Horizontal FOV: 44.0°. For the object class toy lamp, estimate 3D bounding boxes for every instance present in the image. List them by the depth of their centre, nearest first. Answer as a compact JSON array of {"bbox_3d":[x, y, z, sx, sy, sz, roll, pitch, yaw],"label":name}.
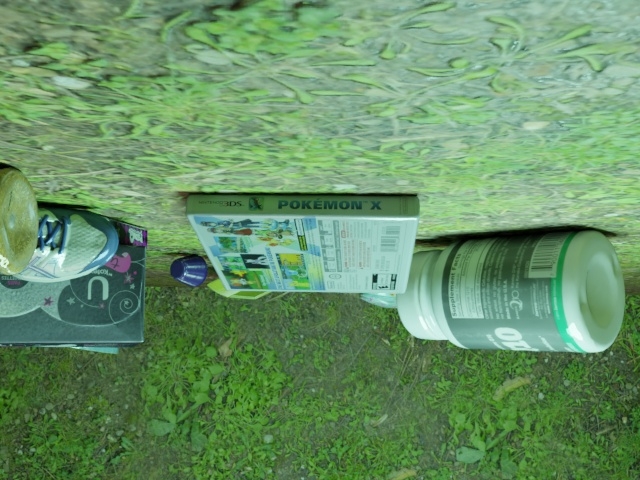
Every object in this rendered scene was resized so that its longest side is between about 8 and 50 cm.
[{"bbox_3d":[-0.260,0.076,1.928,0.080,0.080,0.275,-3,175,29],"label":"toy lamp"}]

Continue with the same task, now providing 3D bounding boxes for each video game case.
[{"bbox_3d":[-0.016,0.013,1.155,0.300,0.036,0.329,1,160,3],"label":"video game case"},{"bbox_3d":[-0.435,-0.011,1.303,0.232,0.041,0.210,-1,173,13],"label":"video game case"}]

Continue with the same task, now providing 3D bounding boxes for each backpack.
[{"bbox_3d":[0.165,0.112,2.002,0.152,0.115,0.182,2,171,17],"label":"backpack"}]

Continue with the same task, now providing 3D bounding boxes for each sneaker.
[{"bbox_3d":[-0.426,-0.002,1.083,0.297,0.111,0.131,3,173,-20],"label":"sneaker"}]

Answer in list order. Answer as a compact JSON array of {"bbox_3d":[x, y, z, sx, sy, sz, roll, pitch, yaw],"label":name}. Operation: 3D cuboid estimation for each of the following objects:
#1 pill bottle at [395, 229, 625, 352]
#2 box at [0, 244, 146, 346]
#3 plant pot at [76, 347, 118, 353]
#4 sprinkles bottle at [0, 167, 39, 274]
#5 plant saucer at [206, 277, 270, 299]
[{"bbox_3d":[0.328,0.093,1.408,0.361,0.204,0.204,-5,171,44],"label":"pill bottle"},{"bbox_3d":[-0.410,0.087,1.259,0.247,0.163,0.142,3,169,-20],"label":"box"},{"bbox_3d":[-0.519,0.099,1.533,0.290,0.195,0.290,10,171,2],"label":"plant pot"},{"bbox_3d":[-0.505,-0.022,0.876,0.356,0.121,0.121,0,174,3],"label":"sprinkles bottle"},{"bbox_3d":[-0.145,0.095,1.900,0.188,0.045,0.188,-26,164,21],"label":"plant saucer"}]
